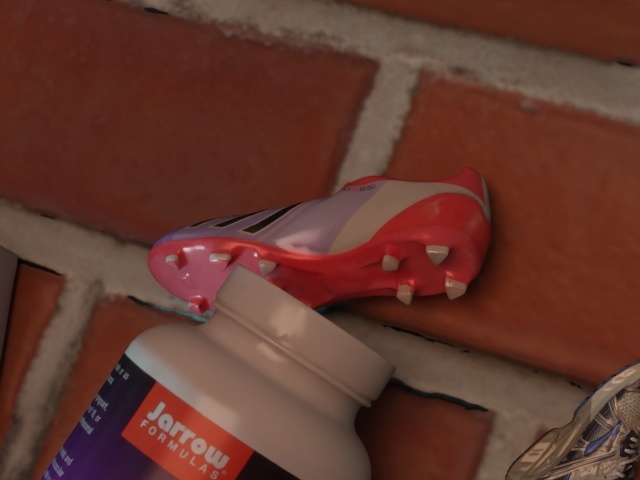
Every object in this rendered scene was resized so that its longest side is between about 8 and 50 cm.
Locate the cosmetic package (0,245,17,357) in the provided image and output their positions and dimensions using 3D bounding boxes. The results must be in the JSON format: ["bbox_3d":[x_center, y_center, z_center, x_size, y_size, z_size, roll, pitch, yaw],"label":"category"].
[{"bbox_3d":[-0.476,0.091,1.215,0.453,0.161,0.230,0,73,21],"label":"cosmetic package"}]

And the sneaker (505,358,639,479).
[{"bbox_3d":[0.185,0.127,1.028,0.135,0.052,0.058,-44,74,11],"label":"sneaker"}]

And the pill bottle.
[{"bbox_3d":[-0.091,0.182,1.033,0.181,0.181,0.323,31,86,25],"label":"pill bottle"}]

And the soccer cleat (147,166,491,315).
[{"bbox_3d":[0.000,0.000,1.125,0.248,0.083,0.095,-5,42,24],"label":"soccer cleat"}]
